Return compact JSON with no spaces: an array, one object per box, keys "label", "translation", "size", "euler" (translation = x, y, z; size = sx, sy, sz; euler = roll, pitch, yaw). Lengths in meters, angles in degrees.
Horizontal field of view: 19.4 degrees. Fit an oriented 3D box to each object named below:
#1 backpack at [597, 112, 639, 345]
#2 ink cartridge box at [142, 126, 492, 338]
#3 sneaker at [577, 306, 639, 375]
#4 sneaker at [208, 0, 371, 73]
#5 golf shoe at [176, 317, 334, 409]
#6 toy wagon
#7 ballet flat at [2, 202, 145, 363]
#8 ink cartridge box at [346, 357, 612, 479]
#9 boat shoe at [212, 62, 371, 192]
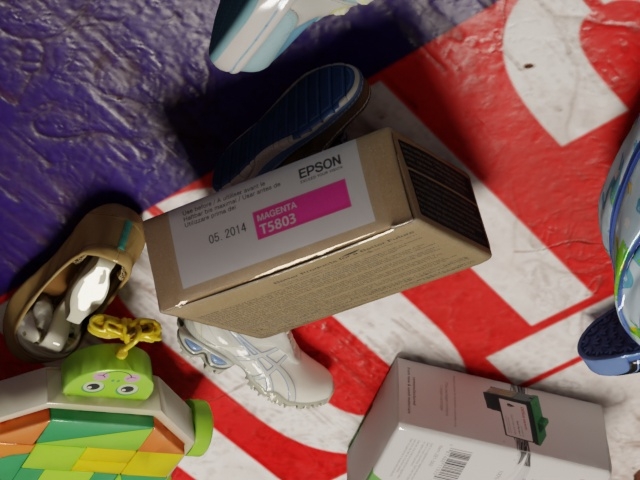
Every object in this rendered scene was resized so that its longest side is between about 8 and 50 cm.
[{"label":"backpack","translation":[0.370,-0.039,1.488],"size":[0.290,0.273,0.355],"euler":[16,146,-25]},{"label":"ink cartridge box","translation":[0.000,0.000,1.567],"size":[0.235,0.088,0.193],"euler":[-19,162,19]},{"label":"sneaker","translation":[0.355,0.089,1.705],"size":[0.232,0.081,0.090],"euler":[-20,124,18]},{"label":"sneaker","translation":[0.065,-0.207,1.392],"size":[0.208,0.127,0.319],"euler":[25,131,-20]},{"label":"golf shoe","translation":[-0.045,0.097,1.740],"size":[0.176,0.069,0.086],"euler":[26,116,-30]},{"label":"toy wagon","translation":[-0.238,0.182,1.761],"size":[0.267,0.068,0.344],"euler":[7,145,-25]},{"label":"ballet flat","translation":[-0.232,0.057,1.696],"size":[0.080,0.073,0.232],"euler":[22,132,-18]},{"label":"ink cartridge box","translation":[0.152,0.217,1.830],"size":[0.219,0.092,0.160],"euler":[14,134,-12]},{"label":"boat shoe","translation":[-0.012,-0.085,1.563],"size":[0.066,0.066,0.183],"euler":[27,139,-29]}]
